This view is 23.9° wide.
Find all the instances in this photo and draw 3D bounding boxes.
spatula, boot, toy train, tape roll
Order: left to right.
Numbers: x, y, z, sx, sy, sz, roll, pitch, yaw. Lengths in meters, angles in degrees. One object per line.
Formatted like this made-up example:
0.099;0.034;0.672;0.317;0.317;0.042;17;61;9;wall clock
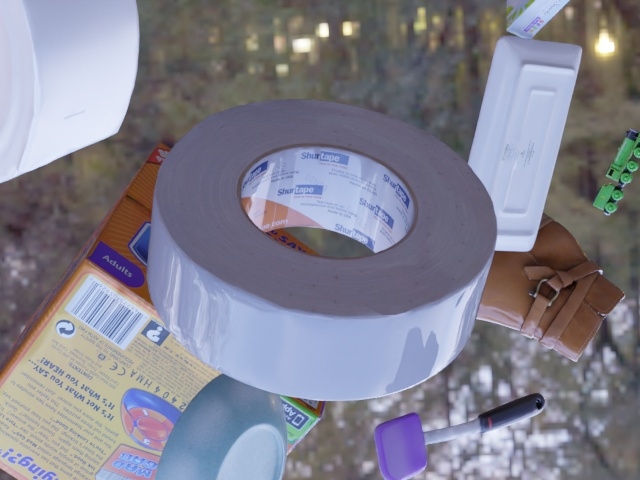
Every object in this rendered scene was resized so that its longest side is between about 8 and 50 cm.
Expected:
-0.265;-0.186;1.147;0.286;0.286;0.100;4;-155;45;tape roll
0.000;0.000;0.968;0.219;0.072;0.219;7;-141;-5;tape roll
0.189;0.250;2.004;0.296;0.084;0.030;-12;-175;-31;spatula
0.249;0.090;1.995;0.283;0.220;0.109;-43;172;-28;boot
0.269;-0.063;1.350;0.023;0.083;0.017;28;-169;13;toy train

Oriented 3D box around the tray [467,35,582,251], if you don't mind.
0.247;-0.112;1.858;0.145;0.270;0.030;2;-162;-36;tray

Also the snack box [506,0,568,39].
0.277;-0.320;1.812;0.037;0.100;0.141;22;139;-21;snack box

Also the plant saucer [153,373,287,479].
-0.080;0.215;1.405;0.037;0.195;0.195;16;-162;33;plant saucer

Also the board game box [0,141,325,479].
-0.212;0.159;2.074;0.356;0.356;0.356;35;-152;-9;board game box
